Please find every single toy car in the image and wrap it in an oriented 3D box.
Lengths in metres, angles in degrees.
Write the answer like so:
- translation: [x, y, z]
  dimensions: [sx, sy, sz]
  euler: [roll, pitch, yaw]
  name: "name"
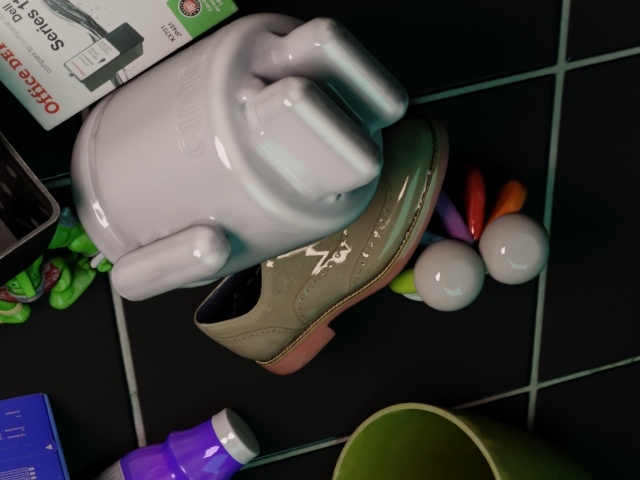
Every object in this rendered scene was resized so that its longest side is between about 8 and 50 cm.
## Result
- translation: [0.148, -0.010, 1.661]
  dimensions: [0.182, 0.159, 0.136]
  euler: [-22, 99, -8]
  name: "toy car"

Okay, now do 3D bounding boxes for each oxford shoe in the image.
- translation: [0.000, 0.000, 1.606]
  dimensions: [0.130, 0.123, 0.348]
  euler: [23, 117, -31]
  name: "oxford shoe"

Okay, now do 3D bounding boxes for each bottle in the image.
- translation: [-0.201, 0.299, 1.802]
  dimensions: [0.283, 0.092, 0.118]
  euler: [-37, 135, 10]
  name: "bottle"

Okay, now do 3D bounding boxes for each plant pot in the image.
- translation: [-0.347, -0.015, 1.370]
  dimensions: [0.187, 0.188, 0.167]
  euler: [-37, 167, -12]
  name: "plant pot"
- translation: [0.208, 0.333, 1.925]
  dimensions: [0.293, 0.275, 0.275]
  euler: [3, 130, -47]
  name: "plant pot"

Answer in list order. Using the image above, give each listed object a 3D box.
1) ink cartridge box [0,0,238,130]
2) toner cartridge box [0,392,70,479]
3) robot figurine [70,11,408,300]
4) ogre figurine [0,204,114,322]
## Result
- translation: [-0.202, -0.214, 1.346]
  dimensions: [0.208, 0.087, 0.153]
  euler: [-32, 134, 7]
  name: "ink cartridge box"
- translation: [-0.441, 0.272, 1.623]
  dimensions: [0.348, 0.165, 0.075]
  euler: [-10, 133, -15]
  name: "toner cartridge box"
- translation: [-0.086, -0.074, 1.380]
  dimensions: [0.353, 0.300, 0.200]
  euler: [-22, 121, 44]
  name: "robot figurine"
- translation: [-0.292, 0.027, 1.520]
  dimensions: [0.197, 0.097, 0.118]
  euler: [-11, 146, 1]
  name: "ogre figurine"
